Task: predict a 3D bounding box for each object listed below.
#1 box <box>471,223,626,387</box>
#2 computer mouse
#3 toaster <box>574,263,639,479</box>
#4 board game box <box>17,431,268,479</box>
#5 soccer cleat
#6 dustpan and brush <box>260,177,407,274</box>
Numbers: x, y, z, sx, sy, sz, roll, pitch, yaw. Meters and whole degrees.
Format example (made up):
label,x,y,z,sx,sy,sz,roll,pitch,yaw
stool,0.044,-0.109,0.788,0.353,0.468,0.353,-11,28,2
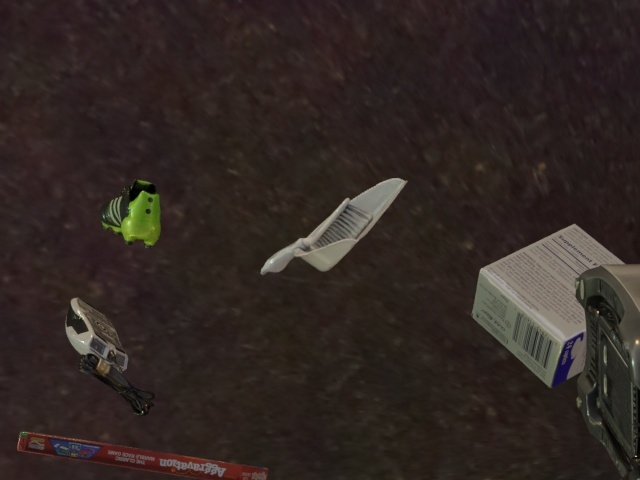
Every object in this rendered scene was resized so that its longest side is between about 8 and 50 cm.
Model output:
label,x,y,z,sx,sy,sz,roll,pitch,yaw
box,0.247,0.064,1.470,0.137,0.072,0.126,-24,49,-29
computer mouse,-0.265,0.135,1.735,0.042,0.106,0.193,-49,34,6
toaster,0.253,0.089,0.929,0.147,0.227,0.129,-5,104,0
board game box,-0.217,0.272,1.796,0.281,0.145,0.027,7,82,12
soccer cleat,-0.218,-0.037,1.708,0.060,0.179,0.072,11,94,-21
dustpan and brush,0.000,0.000,1.739,0.060,0.147,0.211,42,131,-2
